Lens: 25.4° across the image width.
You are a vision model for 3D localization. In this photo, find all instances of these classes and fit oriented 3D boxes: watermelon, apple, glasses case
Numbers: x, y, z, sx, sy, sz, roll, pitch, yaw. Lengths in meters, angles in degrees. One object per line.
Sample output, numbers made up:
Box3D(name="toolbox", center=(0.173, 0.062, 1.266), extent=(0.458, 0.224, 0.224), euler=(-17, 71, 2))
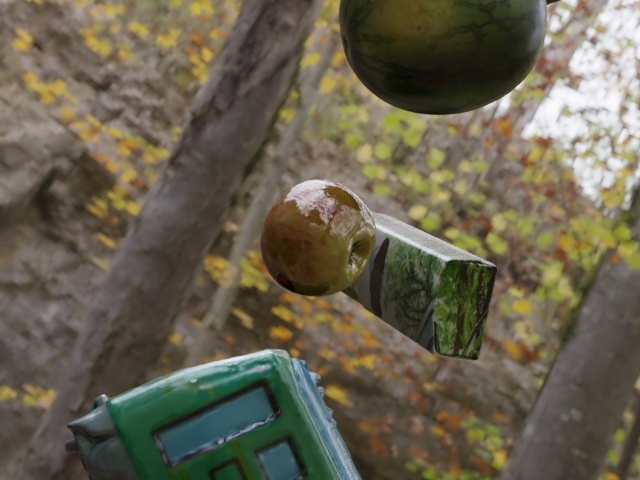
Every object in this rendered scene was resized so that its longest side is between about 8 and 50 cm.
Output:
Box3D(name="watermelon", center=(0.107, -0.160, 1.007), extent=(0.187, 0.141, 0.141), euler=(-9, -40, -2))
Box3D(name="apple", center=(0.000, 0.000, 0.968), extent=(0.071, 0.084, 0.084), euler=(30, -31, 28))
Box3D(name="glasses case", center=(0.084, 0.037, 1.416), extent=(0.062, 0.095, 0.272), euler=(8, 7, -21))

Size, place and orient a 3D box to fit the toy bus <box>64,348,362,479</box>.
Box3D(name="toy bus", center=(-0.044, 0.252, 1.082), extent=(0.183, 0.199, 0.344), euler=(127, -61, -80))
